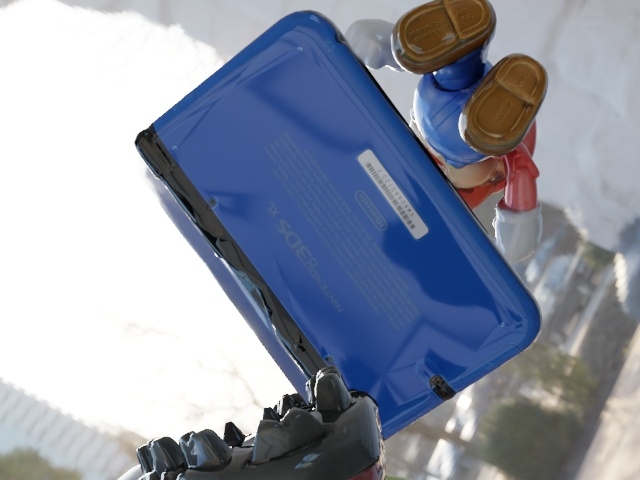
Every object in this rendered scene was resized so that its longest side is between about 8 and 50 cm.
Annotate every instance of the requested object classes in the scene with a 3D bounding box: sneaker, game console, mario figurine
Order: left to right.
[{"bbox_3d":[-0.019,0.139,0.525,0.097,0.135,0.276,-18,-16,-20],"label":"sneaker"},{"bbox_3d":[0.000,0.000,1.020,0.250,0.293,0.173,-36,3,18],"label":"game console"},{"bbox_3d":[0.109,-0.085,1.128,0.320,0.170,0.198,62,-155,-78],"label":"mario figurine"}]

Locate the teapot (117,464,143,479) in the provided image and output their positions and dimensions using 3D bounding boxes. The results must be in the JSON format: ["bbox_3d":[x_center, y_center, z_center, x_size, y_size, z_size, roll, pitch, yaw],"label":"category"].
[{"bbox_3d":[-0.149,0.350,1.266,0.187,0.252,0.256,-48,-21,-38],"label":"teapot"}]

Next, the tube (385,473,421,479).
[{"bbox_3d":[0.131,0.248,1.145,0.062,0.240,0.070,132,146,-77],"label":"tube"}]
